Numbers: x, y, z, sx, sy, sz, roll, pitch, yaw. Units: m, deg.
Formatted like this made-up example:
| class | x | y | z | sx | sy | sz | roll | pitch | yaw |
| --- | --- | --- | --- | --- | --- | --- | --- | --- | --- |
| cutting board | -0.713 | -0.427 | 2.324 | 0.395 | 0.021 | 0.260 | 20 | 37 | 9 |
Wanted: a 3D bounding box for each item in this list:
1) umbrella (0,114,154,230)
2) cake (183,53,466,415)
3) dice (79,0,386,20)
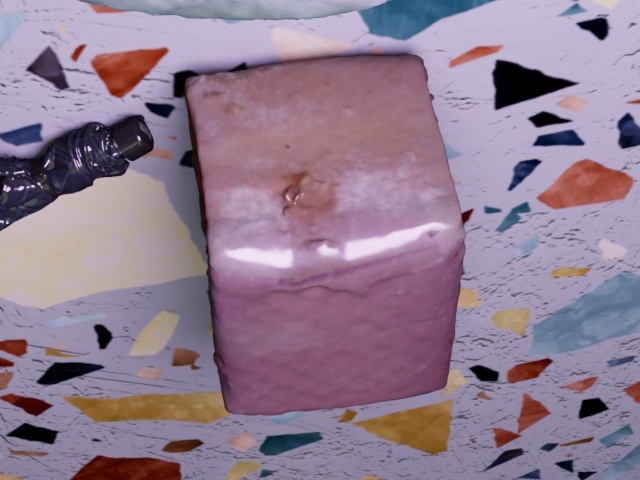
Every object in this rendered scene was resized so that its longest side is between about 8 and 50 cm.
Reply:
| class | x | y | z | sx | sy | sz | roll | pitch | yaw |
| --- | --- | --- | --- | --- | --- | --- | --- | --- | --- |
| umbrella | -0.258 | -0.060 | 1.499 | 0.224 | 0.080 | 0.071 | -23 | 107 | 16 |
| cake | 0.000 | 0.000 | 1.476 | 0.230 | 0.237 | 0.309 | -4 | 146 | -4 |
| dice | -0.052 | -0.349 | 0.901 | 0.330 | 0.348 | 0.328 | 4 | 144 | -5 |
